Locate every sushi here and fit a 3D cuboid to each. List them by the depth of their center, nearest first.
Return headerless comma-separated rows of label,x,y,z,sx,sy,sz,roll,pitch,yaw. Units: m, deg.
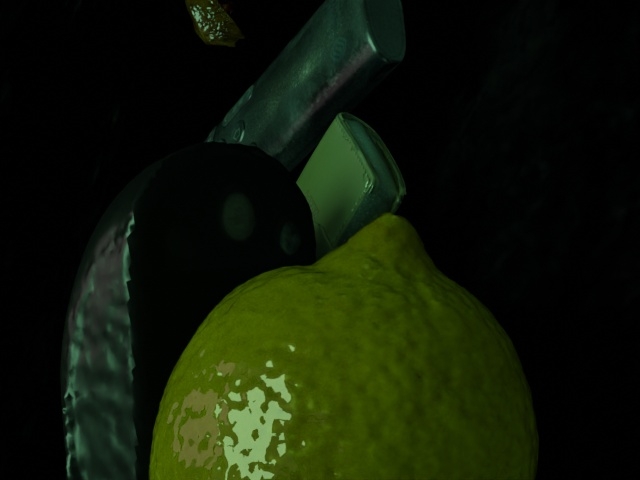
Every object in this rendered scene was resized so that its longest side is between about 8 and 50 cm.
sushi,-0.106,-0.227,0.965,0.050,0.047,0.099,75,170,-52

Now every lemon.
lemon,0.008,0.106,0.461,0.187,0.187,0.244,23,103,60

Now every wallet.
wallet,0.000,0.000,0.675,0.155,0.039,0.110,-58,29,23

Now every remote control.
remote control,-0.060,-0.077,0.813,0.377,0.044,0.107,-40,39,43

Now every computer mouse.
computer mouse,-0.081,0.077,0.580,0.100,0.170,0.269,-2,88,39
